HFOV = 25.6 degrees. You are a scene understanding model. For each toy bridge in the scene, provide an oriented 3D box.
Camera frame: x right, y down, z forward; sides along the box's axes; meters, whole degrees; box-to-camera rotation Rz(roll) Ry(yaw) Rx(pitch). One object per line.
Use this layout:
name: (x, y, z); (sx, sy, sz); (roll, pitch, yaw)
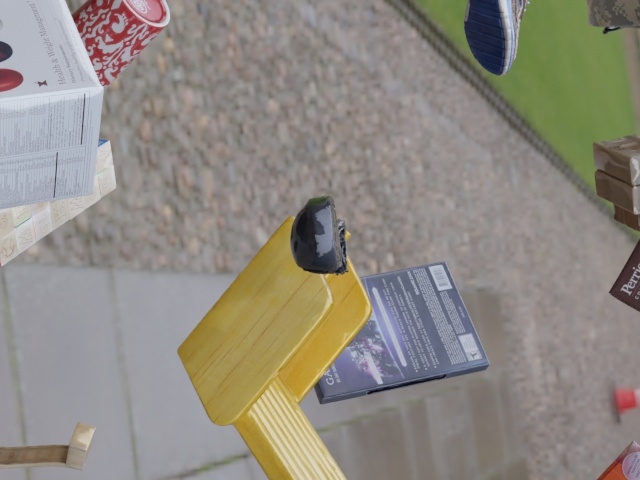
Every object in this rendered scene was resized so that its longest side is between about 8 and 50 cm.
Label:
toy bridge: (-0.274, 0.150, 1.109); (0.026, 0.188, 0.063); (-79, -175, -45)

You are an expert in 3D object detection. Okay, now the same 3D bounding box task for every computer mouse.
computer mouse: (0.000, 0.000, 1.312); (0.242, 0.041, 0.071); (34, 49, -84)

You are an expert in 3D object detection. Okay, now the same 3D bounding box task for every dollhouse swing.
dollhouse swing: (0.017, 0.182, 1.862); (0.305, 0.315, 0.347); (41, 2, 12)

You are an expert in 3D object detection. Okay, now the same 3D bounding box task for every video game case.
video game case: (0.099, 0.138, 2.161); (0.026, 0.274, 0.196); (104, -29, -54)

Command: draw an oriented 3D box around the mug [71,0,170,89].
mug: (-0.301, -0.278, 1.864); (0.150, 0.169, 0.113); (28, 40, -37)

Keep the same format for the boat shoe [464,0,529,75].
boat shoe: (0.200, -0.266, 1.541); (0.066, 0.066, 0.183); (-37, 139, -28)

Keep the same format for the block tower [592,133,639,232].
block tower: (0.455, -0.084, 1.461); (0.097, 0.335, 0.091); (-134, -146, -69)

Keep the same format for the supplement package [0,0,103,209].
supplement package: (-0.336, -0.144, 1.349); (0.149, 0.203, 0.194); (105, -34, -46)

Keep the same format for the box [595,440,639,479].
box: (0.336, 0.311, 1.429); (0.128, 0.122, 0.257); (42, -3, 26)

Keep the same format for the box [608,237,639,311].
box: (0.558, 0.057, 2.051); (0.168, 0.203, 0.167); (-62, 161, 8)

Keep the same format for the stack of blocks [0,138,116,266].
stack of blocks: (-0.473, -0.073, 2.176); (0.297, 0.171, 0.087); (-41, 134, -52)

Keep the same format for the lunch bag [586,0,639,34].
lunch bag: (0.435, -0.431, 1.852); (0.212, 0.256, 0.305); (-31, 111, -41)
